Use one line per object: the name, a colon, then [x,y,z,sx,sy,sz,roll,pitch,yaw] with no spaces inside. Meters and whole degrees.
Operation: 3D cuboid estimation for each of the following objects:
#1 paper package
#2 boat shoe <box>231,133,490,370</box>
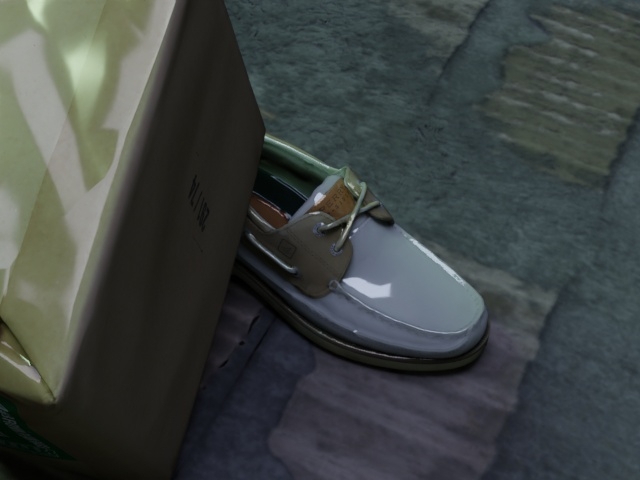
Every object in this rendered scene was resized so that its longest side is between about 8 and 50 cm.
paper package: [-0.162,-0.016,0.901,0.168,0.325,0.309,11,73,8]
boat shoe: [0.000,0.000,1.101,0.302,0.103,0.113,26,47,16]
